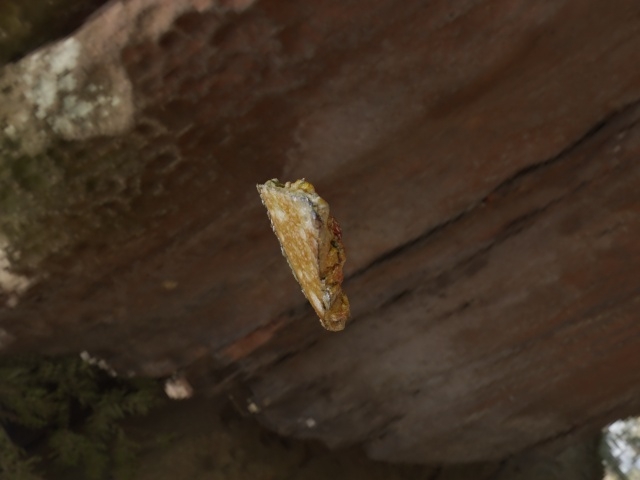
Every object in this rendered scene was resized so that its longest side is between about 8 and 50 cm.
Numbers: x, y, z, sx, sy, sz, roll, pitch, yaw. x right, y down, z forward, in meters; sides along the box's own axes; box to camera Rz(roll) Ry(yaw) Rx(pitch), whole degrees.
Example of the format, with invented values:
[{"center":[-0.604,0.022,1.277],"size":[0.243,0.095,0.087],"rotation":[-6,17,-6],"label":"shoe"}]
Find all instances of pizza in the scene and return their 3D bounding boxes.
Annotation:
[{"center":[0.001,0.000,0.500],"size":[0.025,0.083,0.078],"rotation":[-22,-8,-18],"label":"pizza"}]
